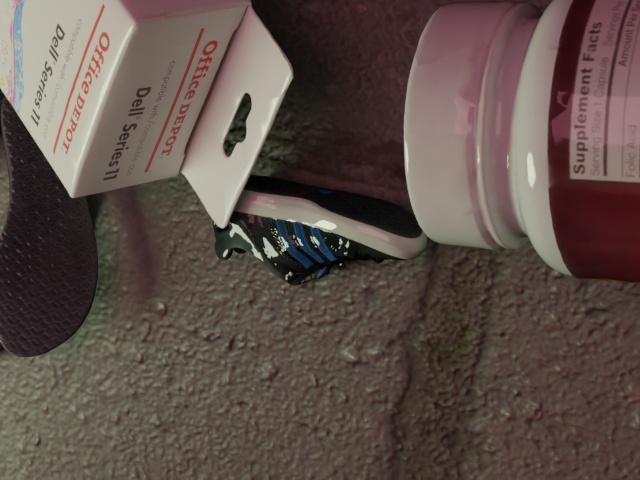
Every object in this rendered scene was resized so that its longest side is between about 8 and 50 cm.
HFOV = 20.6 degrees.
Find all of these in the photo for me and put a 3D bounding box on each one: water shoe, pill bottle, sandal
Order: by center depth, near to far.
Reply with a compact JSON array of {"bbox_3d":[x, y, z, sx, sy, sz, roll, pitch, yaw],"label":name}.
[{"bbox_3d":[0.274,-0.076,1.281,0.392,0.224,0.224,5,88,25],"label":"pill bottle"},{"bbox_3d":[0.000,0.000,1.492,0.203,0.073,0.080,16,111,30],"label":"water shoe"},{"bbox_3d":[-0.248,-0.018,1.601,0.097,0.054,0.254,4,77,-8],"label":"sandal"}]

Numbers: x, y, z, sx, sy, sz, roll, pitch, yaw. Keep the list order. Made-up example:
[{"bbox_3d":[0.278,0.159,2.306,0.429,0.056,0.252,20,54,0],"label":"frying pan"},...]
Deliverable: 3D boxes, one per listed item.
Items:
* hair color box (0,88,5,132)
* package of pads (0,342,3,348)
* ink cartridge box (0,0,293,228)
[{"bbox_3d":[-0.341,-0.112,1.629,0.053,0.093,0.167,47,105,20],"label":"hair color box"},{"bbox_3d":[-0.308,0.085,1.624,0.083,0.050,0.032,-35,74,19],"label":"package of pads"},{"bbox_3d":[-0.184,-0.184,1.480,0.353,0.119,0.207,53,138,27],"label":"ink cartridge box"}]
